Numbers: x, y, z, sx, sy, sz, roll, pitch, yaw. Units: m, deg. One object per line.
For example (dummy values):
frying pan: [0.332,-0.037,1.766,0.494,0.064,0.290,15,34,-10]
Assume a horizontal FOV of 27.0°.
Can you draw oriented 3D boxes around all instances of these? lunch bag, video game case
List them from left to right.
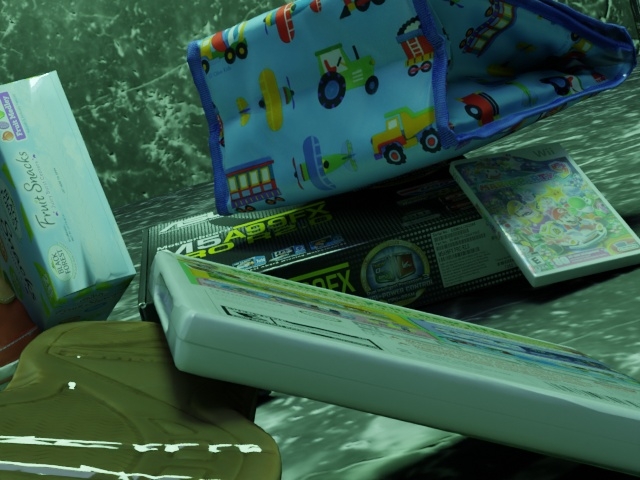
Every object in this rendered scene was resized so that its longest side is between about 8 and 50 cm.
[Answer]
video game case: [0.039,0.048,0.536,0.213,0.023,0.193,14,3,-11]
lunch bag: [0.087,-0.112,1.012,0.221,0.138,0.293,-15,-5,41]
video game case: [0.151,-0.020,0.895,0.087,0.011,0.122,-12,45,-20]

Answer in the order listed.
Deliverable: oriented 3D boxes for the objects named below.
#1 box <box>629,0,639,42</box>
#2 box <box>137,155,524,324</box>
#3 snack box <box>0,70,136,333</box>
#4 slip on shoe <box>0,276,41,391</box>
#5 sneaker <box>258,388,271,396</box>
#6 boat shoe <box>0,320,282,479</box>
box: [0.246,-0.100,0.735,0.077,0.242,0.307,-15,7,4]
box: [-0.001,0.007,1.013,0.270,0.060,0.216,-15,17,-2]
snack box: [-0.224,-0.014,1.073,0.070,0.174,0.207,-19,-11,-24]
slip on shoe: [-0.376,0.106,1.007,0.331,0.101,0.123,-18,10,-7]
sneaker: [-0.049,0.080,0.778,0.069,0.038,0.098,-17,9,-5]
boat shoe: [-0.073,0.105,0.423,0.122,0.110,0.341,7,6,4]
